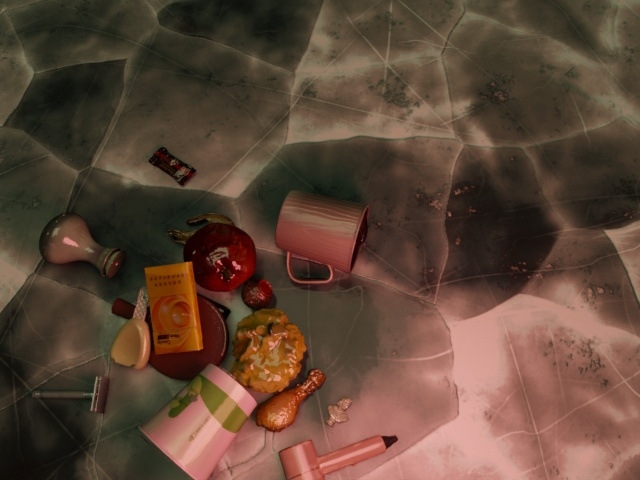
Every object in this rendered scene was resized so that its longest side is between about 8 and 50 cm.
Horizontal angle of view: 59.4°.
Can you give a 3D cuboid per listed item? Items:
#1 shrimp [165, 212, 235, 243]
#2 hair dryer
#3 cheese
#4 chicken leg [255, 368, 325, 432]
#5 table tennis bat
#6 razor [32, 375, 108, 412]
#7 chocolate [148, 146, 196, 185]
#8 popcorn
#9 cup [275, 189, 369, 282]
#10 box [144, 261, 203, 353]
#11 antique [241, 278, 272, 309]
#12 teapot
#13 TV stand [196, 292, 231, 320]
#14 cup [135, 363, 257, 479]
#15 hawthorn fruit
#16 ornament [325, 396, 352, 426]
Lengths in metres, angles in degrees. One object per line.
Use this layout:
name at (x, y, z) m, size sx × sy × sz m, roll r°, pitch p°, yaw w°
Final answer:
shrimp at (-0.408, -0.040, 1.920) m, size 0.236 × 0.053 × 0.132 m, roll -1°, pitch 70°, yaw -2°
hair dryer at (0.070, 0.638, 1.605) m, size 0.345 × 0.106 × 0.189 m, roll -16°, pitch 68°, yaw -11°
cheese at (-0.571, 0.267, 1.744) m, size 0.127 × 0.054 × 0.251 m, roll 13°, pitch 89°, yaw 13°
chicken leg at (-0.087, 0.475, 1.681) m, size 0.252 × 0.087 × 0.107 m, roll -40°, pitch 83°, yaw -20°
table tennis bat at (-0.480, 0.280, 1.775) m, size 0.415 × 0.051 × 0.267 m, roll 20°, pitch 83°, yaw 15°
razor at (-0.773, 0.475, 1.724) m, size 0.232 × 0.068 × 0.105 m, roll -2°, pitch 67°, yaw 7°
chocolate at (-0.538, -0.272, 2.035) m, size 0.183 × 0.028 × 0.086 m, roll 37°, pitch 76°, yaw 14°
popcorn at (-0.158, 0.327, 1.668) m, size 0.250 × 0.225 × 0.249 m, roll 2°, pitch 71°, yaw -6°
cup at (0.005, -0.010, 1.834) m, size 0.274 × 0.288 × 0.208 m, roll 16°, pitch 33°, yaw 10°
box at (-0.446, 0.206, 1.713) m, size 0.153 × 0.043 × 0.269 m, roll -7°, pitch 90°, yaw 16°
antique at (-0.207, 0.174, 1.801) m, size 0.104 × 0.104 × 0.103 m, roll -1°, pitch 68°, yaw 2°
teapot at (-0.784, 0.026, 1.856) m, size 0.251 × 0.183 × 0.183 m, roll 27°, pitch 71°, yaw 0°
TV stand at (-0.417, 0.189, 1.828) m, size 0.257 × 0.049 × 0.040 m, roll 24°, pitch 72°, yaw 11°
cup at (-0.335, 0.514, 1.599) m, size 0.253 × 0.253 × 0.274 m, roll 36°, pitch 66°, yaw 15°
hawthorn fruit at (-0.306, 0.073, 1.774) m, size 0.230 × 0.210 × 0.266 m, roll -12°, pitch 33°, yaw -17°
ornament at (0.055, 0.512, 1.681) m, size 0.069 × 0.041 × 0.092 m, roll 10°, pitch 78°, yaw 13°
